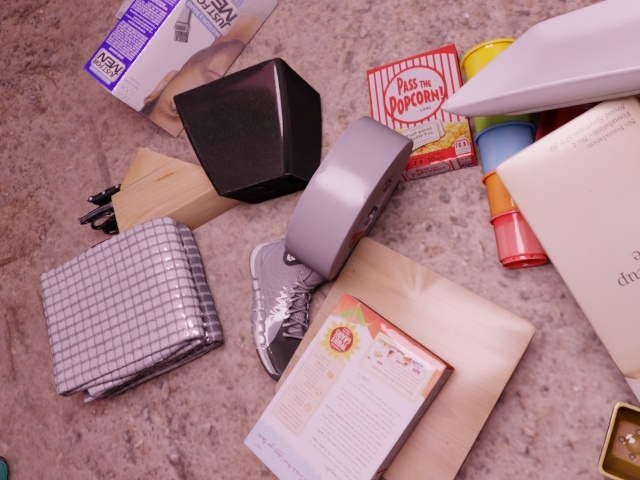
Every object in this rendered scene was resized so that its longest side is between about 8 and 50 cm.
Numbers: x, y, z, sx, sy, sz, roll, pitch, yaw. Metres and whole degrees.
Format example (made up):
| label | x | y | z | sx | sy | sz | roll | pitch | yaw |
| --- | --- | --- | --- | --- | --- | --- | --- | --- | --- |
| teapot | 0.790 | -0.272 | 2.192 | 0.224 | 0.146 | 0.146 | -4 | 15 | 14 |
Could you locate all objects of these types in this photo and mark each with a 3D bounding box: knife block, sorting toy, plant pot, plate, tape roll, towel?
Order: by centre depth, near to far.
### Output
| label | x | y | z | sx | sy | sz | roll | pitch | yaw |
| --- | --- | --- | --- | --- | --- | --- | --- | --- | --- |
| plate | 0.320 | -0.218 | 0.591 | 0.277 | 0.045 | 0.278 | 1 | 37 | 51 |
| plant pot | 0.365 | 0.235 | 0.594 | 0.081 | 0.083 | 0.081 | 17 | 83 | 25 |
| tape roll | 0.040 | -0.056 | 0.712 | 0.072 | 0.219 | 0.219 | 32 | 89 | 11 |
| sorting toy | 0.113 | 0.168 | 0.715 | 0.257 | 0.089 | 0.255 | 29 | 88 | 27 |
| plant pot | -0.098 | -0.159 | 0.852 | 0.187 | 0.188 | 0.167 | -15 | 82 | 18 |
| towel | -0.321 | 0.122 | 0.896 | 0.283 | 0.121 | 0.235 | -26 | 69 | 12 |
| knife block | -0.303 | -0.033 | 0.946 | 0.275 | 0.088 | 0.242 | 19 | 84 | 26 |

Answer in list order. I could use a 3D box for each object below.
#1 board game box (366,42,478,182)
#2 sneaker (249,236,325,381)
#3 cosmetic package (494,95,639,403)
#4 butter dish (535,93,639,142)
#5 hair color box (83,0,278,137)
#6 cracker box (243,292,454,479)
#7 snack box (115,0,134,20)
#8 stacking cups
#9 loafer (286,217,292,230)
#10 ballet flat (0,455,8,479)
| label | x | y | z | sx | sy | sz | roll | pitch | yaw |
| --- | --- | --- | --- | --- | --- | --- | --- | --- | --- |
| board game box | 0.156 | -0.196 | 0.823 | 0.146 | 0.045 | 0.194 | -12 | 71 | 21 |
| sneaker | -0.035 | 0.091 | 0.788 | 0.132 | 0.086 | 0.229 | -24 | 67 | 29 |
| cosmetic package | 0.348 | 0.008 | 0.589 | 0.160 | 0.113 | 0.309 | -33 | 82 | 23 |
| butter dish | 0.375 | -0.189 | 0.672 | 0.159 | 0.118 | 0.160 | 15 | 56 | 23 |
| hair color box | -0.247 | -0.381 | 0.966 | 0.110 | 0.185 | 0.339 | 40 | 93 | 25 |
| cracker box | 0.033 | 0.206 | 0.649 | 0.155 | 0.067 | 0.232 | 35 | 89 | 28 |
| snack box | -0.371 | -0.488 | 1.139 | 0.178 | 0.022 | 0.064 | 28 | 86 | 27 |
| stacking cups | 0.270 | -0.122 | 0.733 | 0.096 | 0.096 | 0.316 | -12 | 73 | 19 |
| loafer | 0.000 | 0.000 | 0.843 | 0.125 | 0.039 | 0.045 | 34 | 127 | 29 |
| ballet flat | -0.655 | 0.512 | 0.938 | 0.096 | 0.095 | 0.280 | 11 | 80 | 37 |
